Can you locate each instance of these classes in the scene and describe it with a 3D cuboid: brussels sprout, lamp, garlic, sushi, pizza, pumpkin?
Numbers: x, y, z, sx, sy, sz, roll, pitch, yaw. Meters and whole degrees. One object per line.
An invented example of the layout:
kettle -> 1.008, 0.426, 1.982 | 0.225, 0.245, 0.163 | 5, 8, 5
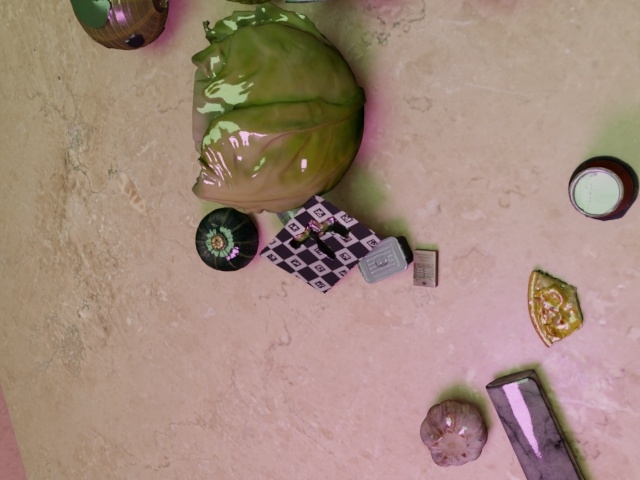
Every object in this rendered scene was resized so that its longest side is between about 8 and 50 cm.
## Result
brussels sprout -> -0.083, -0.268, 1.264 | 0.360, 0.342, 0.426 | 4, 85, -6
lamp -> -0.482, -0.610, 1.511 | 0.284, 0.250, 0.251 | 5, 102, 21
garlic -> 0.295, 0.420, 1.323 | 0.147, 0.102, 0.159 | 2, 112, 16
sushi -> 0.000, 0.000, 1.364 | 0.192, 0.043, 0.279 | 32, 138, -10
pizza -> 0.470, 0.136, 1.204 | 0.098, 0.035, 0.160 | -10, 94, 31
pumpkin -> -0.239, -0.002, 1.539 | 0.167, 0.125, 0.167 | 2, 94, 28

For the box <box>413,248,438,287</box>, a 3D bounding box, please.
box -> 0.235, 0.061, 1.334 | 0.053, 0.024, 0.084 | 3, 99, 30

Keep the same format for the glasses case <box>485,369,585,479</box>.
glasses case -> 0.457, 0.426, 1.250 | 0.114, 0.060, 0.300 | -27, 85, 31

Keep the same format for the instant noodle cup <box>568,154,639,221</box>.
instant noodle cup -> 0.505, -0.091, 1.084 | 0.127, 0.135, 0.127 | 5, 101, 30

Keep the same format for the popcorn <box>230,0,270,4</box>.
popcorn -> -0.167, -0.655, 1.344 | 0.254, 0.195, 0.256 | -2, 79, 25

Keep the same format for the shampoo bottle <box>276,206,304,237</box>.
shampoo bottle -> -0.085, -0.110, 1.450 | 0.092, 0.092, 0.303 | -35, 80, 30

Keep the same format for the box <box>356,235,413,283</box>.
box -> 0.149, 0.039, 1.354 | 0.122, 0.069, 0.084 | -24, 88, 31

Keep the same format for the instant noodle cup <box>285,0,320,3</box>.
instant noodle cup -> 0.025, -0.603, 1.191 | 0.296, 0.296, 0.214 | 7, 120, 29
